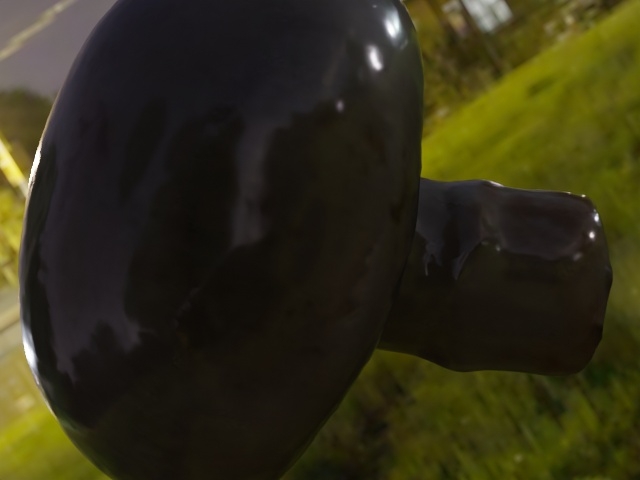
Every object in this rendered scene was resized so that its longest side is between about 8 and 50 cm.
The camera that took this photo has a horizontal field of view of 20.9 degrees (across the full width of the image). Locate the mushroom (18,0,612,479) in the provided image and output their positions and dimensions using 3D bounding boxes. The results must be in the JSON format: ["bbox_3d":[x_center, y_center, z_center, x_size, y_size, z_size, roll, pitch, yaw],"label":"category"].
[{"bbox_3d":[-0.012,-0.013,0.633,0.209,0.206,0.206,-16,-5,-25],"label":"mushroom"}]
